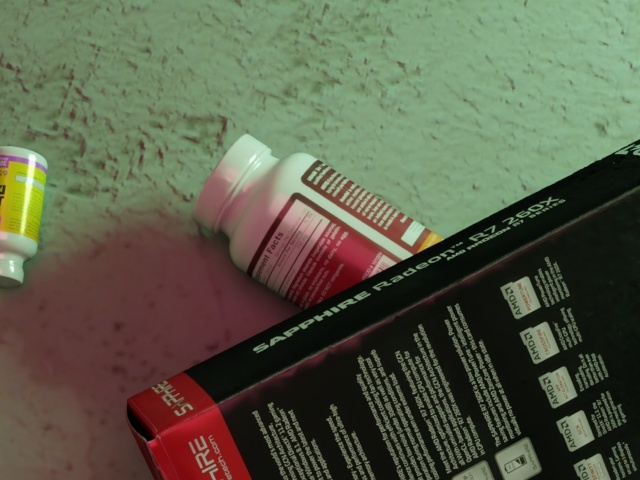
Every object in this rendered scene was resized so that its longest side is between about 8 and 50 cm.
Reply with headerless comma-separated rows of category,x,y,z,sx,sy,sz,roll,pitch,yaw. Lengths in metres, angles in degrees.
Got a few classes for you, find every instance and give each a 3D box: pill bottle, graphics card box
pill bottle,0.000,0.000,0.992,0.152,0.086,0.086,33,73,4
graphics card box,0.101,0.117,0.920,0.371,0.094,0.232,-27,104,-12
pill bottle,-0.197,-0.014,0.997,0.043,0.043,0.083,5,73,-4
